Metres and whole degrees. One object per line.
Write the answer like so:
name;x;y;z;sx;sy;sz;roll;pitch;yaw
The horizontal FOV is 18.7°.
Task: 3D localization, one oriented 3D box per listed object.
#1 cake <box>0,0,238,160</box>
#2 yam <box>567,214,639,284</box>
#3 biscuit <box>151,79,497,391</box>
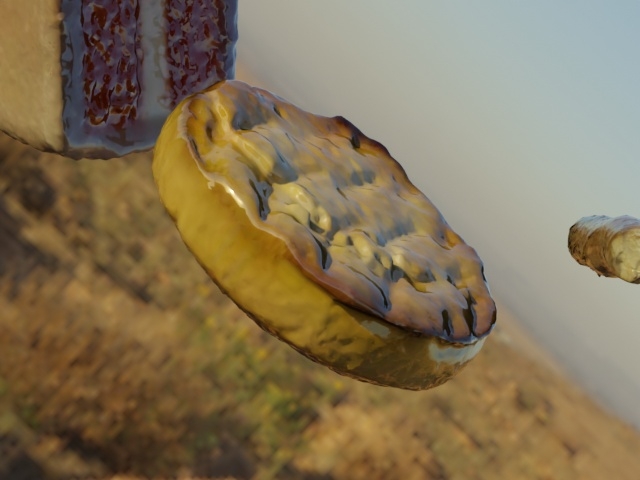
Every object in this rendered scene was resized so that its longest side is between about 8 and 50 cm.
cake;-0.215;-0.241;1.796;0.237;0.309;0.230;-15;24;-40
yam;0.243;0.005;1.623;0.057;0.057;0.241;43;0;-4
biscuit;0.000;0.000;1.477;0.296;0.102;0.296;33;22;-15
